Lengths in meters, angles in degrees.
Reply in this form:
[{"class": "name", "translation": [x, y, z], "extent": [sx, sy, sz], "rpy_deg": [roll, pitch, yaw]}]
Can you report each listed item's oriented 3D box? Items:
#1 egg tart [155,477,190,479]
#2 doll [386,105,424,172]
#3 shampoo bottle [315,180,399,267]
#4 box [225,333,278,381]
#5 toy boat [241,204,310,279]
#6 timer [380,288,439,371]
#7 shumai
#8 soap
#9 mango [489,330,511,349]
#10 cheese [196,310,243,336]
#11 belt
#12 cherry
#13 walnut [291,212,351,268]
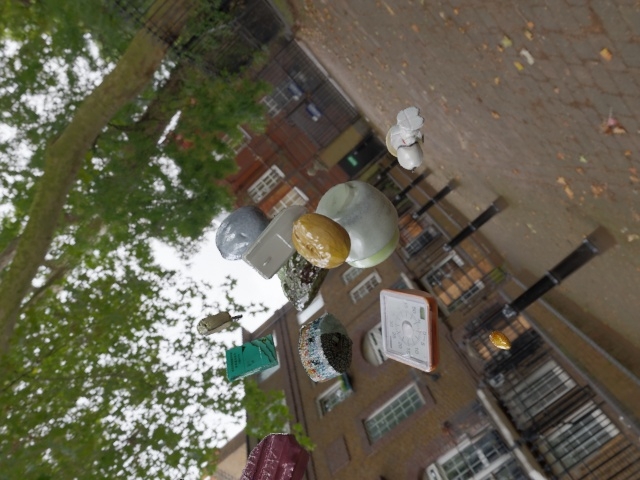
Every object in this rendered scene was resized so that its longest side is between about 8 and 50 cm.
[{"class": "egg tart", "translation": [-0.416, 0.699, 1.306], "extent": [0.290, 0.291, 0.115], "rpy_deg": [38, -140, -44]}, {"class": "doll", "translation": [0.312, -0.384, 1.746], "extent": [0.271, 0.144, 0.208], "rpy_deg": [70, -176, -53]}, {"class": "shampoo bottle", "translation": [0.150, -0.070, 1.998], "extent": [0.317, 0.323, 0.322], "rpy_deg": [53, -175, -36]}, {"class": "box", "translation": [-0.307, 0.521, 2.185], "extent": [0.160, 0.227, 0.042], "rpy_deg": [-110, 1, -51]}, {"class": "toy boat", "translation": [-0.141, -0.002, 1.654], "extent": [0.141, 0.269, 0.140], "rpy_deg": [30, 159, 13]}, {"class": "timer", "translation": [0.337, 0.306, 1.742], "extent": [0.250, 0.162, 0.257], "rpy_deg": [-166, 72, -73]}, {"class": "shumai", "translation": [-0.123, 0.110, 2.435], "extent": [0.348, 0.394, 0.395], "rpy_deg": [31, -169, -1]}, {"class": "soap", "translation": [-0.184, 0.891, 1.856], "extent": [0.127, 0.221, 0.324], "rpy_deg": [66, -146, -43]}, {"class": "mango", "translation": [0.625, 0.347, 1.702], "extent": [0.089, 0.046, 0.059], "rpy_deg": [38, 146, 57]}, {"class": "cheese", "translation": [-0.303, 0.249, 1.521], "extent": [0.171, 0.092, 0.047], "rpy_deg": [-15, -109, -40]}, {"class": "belt", "translation": [0.020, 0.419, 1.931], "extent": [0.207, 0.150, 0.257], "rpy_deg": [43, -147, -30]}, {"class": "cherry", "translation": [-0.325, -0.034, 2.157], "extent": [0.218, 0.296, 0.255], "rpy_deg": [55, 166, -10]}, {"class": "walnut", "translation": [0.000, 0.000, 1.563], "extent": [0.207, 0.159, 0.159], "rpy_deg": [36, -170, 1]}]
